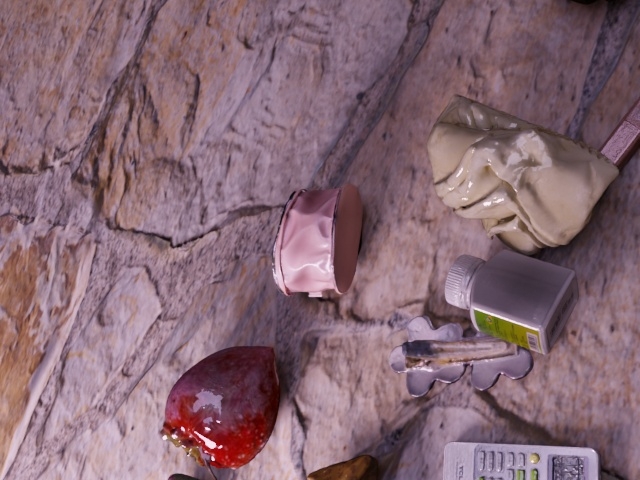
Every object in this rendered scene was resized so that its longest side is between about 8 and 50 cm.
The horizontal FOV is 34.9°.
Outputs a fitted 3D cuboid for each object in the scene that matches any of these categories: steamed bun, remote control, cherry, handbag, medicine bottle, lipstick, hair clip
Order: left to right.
[{"bbox_3d":[-0.160,0.287,1.795,0.192,0.175,0.249,36,92,19],"label":"cherry"},{"bbox_3d":[-0.002,0.000,1.797,0.116,0.179,0.205,5,80,19],"label":"handbag"},{"bbox_3d":[0.233,0.182,1.697,0.257,0.075,0.146,-6,58,17],"label":"hair clip"},{"bbox_3d":[0.300,-0.096,1.639,0.289,0.276,0.203,23,100,4],"label":"steamed bun"},{"bbox_3d":[0.304,0.089,1.646,0.188,0.088,0.132,19,61,32],"label":"medicine bottle"},{"bbox_3d":[0.318,0.375,1.622,0.250,0.034,0.103,-1,76,25],"label":"remote control"},{"bbox_3d":[0.512,-0.180,1.669,0.045,0.045,0.145,39,95,30],"label":"lipstick"}]

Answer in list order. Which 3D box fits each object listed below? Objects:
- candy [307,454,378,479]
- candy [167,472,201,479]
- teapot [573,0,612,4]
[{"bbox_3d":[0.081,0.489,1.672,0.143,0.101,0.271,-28,72,23],"label":"candy"},{"bbox_3d":[-0.231,0.455,1.825,0.103,0.103,0.043,24,88,29],"label":"candy"},{"bbox_3d":[0.481,-0.484,1.695,0.175,0.185,0.268,35,57,23],"label":"teapot"}]
